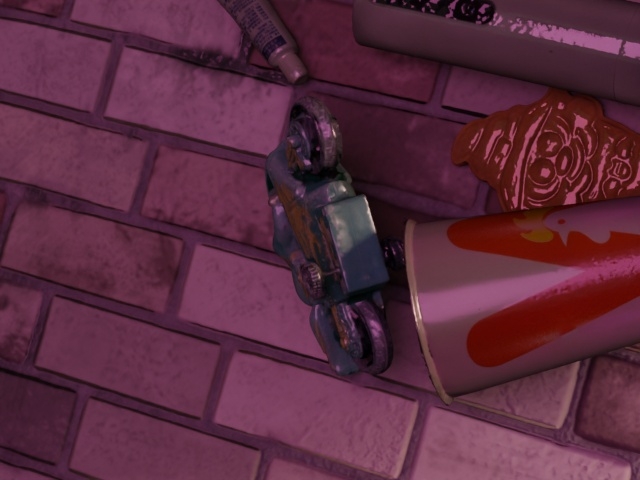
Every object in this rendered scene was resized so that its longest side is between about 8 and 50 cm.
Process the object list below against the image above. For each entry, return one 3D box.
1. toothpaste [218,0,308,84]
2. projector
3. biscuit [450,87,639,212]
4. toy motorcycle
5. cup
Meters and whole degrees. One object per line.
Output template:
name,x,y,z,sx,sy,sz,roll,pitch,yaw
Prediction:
toothpaste,-0.077,-0.259,2.085,0.062,0.037,0.216,-40,68,11
projector,0.203,-0.222,1.943,0.337,0.108,0.108,15,88,20
biscuit,0.256,-0.083,1.948,0.250,0.035,0.162,7,90,19
toy motorcycle,0.001,0.002,1.955,0.109,0.198,0.296,-16,90,-21
cup,0.242,0.042,1.862,0.288,0.203,0.203,-12,79,11
